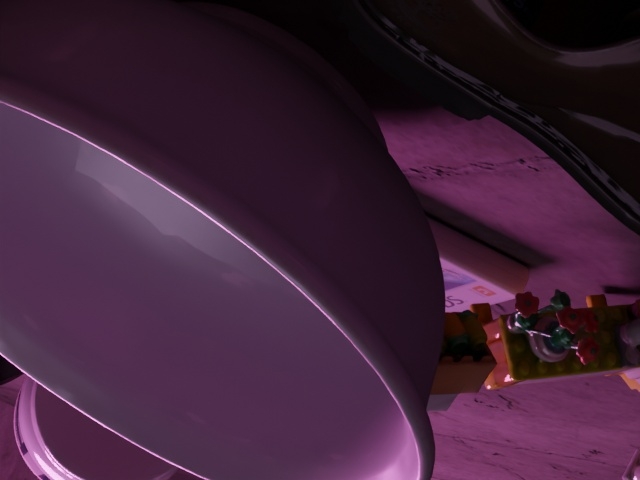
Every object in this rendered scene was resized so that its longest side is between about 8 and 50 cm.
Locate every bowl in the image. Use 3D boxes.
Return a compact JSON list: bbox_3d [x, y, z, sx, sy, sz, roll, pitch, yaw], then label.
[{"bbox_3d":[-0.059,-0.011,0.501,0.297,0.134,0.298,24,150,15],"label":"bowl"}]

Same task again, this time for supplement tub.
[{"bbox_3d":[-0.234,0.186,1.207,0.191,0.191,0.272,25,162,-11],"label":"supplement tub"}]

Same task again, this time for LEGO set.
[{"bbox_3d":[0.178,0.076,0.564,0.287,0.132,0.107,33,151,-13],"label":"LEGO set"}]

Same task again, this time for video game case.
[{"bbox_3d":[0.000,0.000,0.688,0.201,0.023,0.183,26,161,-13],"label":"video game case"}]

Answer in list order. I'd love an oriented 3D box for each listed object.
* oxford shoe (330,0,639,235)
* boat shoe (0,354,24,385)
[{"bbox_3d":[0.113,-0.048,0.320,0.227,0.083,0.096,23,167,-6],"label":"oxford shoe"},{"bbox_3d":[-0.253,0.020,0.820,0.355,0.130,0.132,33,136,57],"label":"boat shoe"}]
